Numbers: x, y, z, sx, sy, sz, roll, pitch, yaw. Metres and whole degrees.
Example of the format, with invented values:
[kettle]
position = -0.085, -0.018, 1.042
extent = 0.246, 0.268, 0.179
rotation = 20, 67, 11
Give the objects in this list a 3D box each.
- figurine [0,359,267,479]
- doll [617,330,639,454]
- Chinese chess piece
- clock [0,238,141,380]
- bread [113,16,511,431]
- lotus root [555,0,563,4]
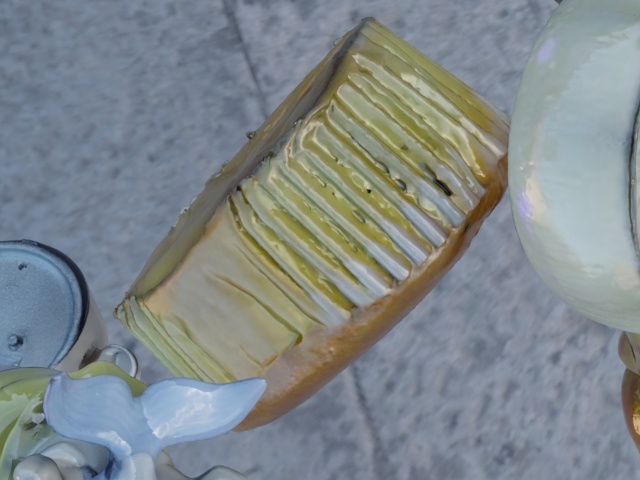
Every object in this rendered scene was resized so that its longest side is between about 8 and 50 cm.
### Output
[figurine]
position = -0.109, 0.114, 0.714
extent = 0.208, 0.128, 0.184
rotation = -55, 43, 36
[doll]
position = 0.291, 0.075, 1.184
extent = 0.167, 0.162, 0.269
rotation = -16, 130, -1
[Chinese chess piece]
position = 0.111, -0.030, 0.525
extent = 0.051, 0.122, 0.122
rotation = 12, 110, 44
[clock]
position = -0.239, 0.073, 1.217
extent = 0.229, 0.155, 0.063
rotation = 13, 143, 25
[bread]
position = 0.000, 0.000, 1.075
extent = 0.156, 0.204, 0.288
rotation = 41, 126, -7
[lotus root]
position = 0.294, -0.301, 1.653
extent = 0.074, 0.170, 0.260
rotation = 48, 152, 13
